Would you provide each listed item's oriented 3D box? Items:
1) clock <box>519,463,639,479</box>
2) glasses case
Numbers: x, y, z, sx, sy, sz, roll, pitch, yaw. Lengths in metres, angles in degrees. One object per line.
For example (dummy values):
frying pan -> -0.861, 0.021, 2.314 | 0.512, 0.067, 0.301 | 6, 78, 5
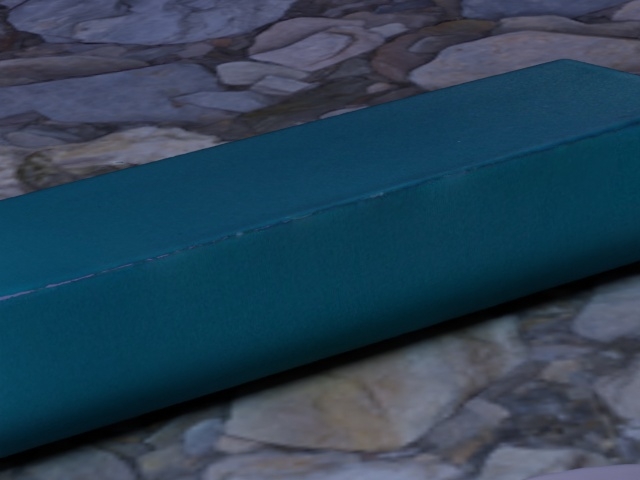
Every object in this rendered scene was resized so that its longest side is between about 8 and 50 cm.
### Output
clock -> -0.031, 0.150, 0.255 | 0.322, 0.113, 0.295 | -8, 24, -2
glasses case -> -0.001, 0.000, 0.647 | 0.301, 0.070, 0.117 | -17, 21, -21
